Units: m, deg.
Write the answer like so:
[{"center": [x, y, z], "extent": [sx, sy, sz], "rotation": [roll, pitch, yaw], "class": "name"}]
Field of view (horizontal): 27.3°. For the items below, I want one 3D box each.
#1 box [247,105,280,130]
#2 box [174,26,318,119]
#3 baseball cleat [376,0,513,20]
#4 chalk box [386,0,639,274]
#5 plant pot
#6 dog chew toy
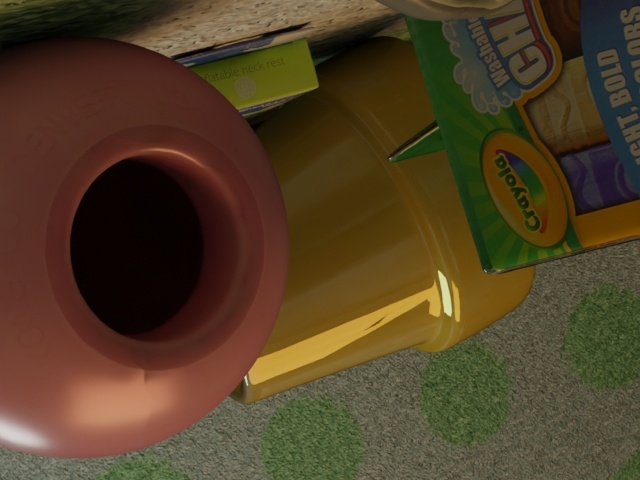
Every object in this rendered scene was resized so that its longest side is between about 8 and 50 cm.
[{"center": [0.002, -0.149, 1.387], "extent": [0.201, 0.021, 0.164], "rotation": [-17, -179, 16], "class": "box"}, {"center": [-0.077, -0.103, 0.933], "extent": [0.109, 0.042, 0.178], "rotation": [-18, -178, -23], "class": "box"}, {"center": [0.042, -0.114, 0.501], "extent": [0.109, 0.072, 0.206], "rotation": [-7, -176, 41], "class": "baseball cleat"}, {"center": [0.162, -0.100, 0.661], "extent": [0.289, 0.179, 0.180], "rotation": [-15, -177, 38], "class": "chalk box"}, {"center": [0.000, 0.000, 1.043], "extent": [0.239, 0.254, 0.254], "rotation": [-28, -175, -18], "class": "plant pot"}, {"center": [-0.162, 0.004, 0.716], "extent": [0.206, 0.207, 0.331], "rotation": [-18, -170, -32], "class": "dog chew toy"}]
